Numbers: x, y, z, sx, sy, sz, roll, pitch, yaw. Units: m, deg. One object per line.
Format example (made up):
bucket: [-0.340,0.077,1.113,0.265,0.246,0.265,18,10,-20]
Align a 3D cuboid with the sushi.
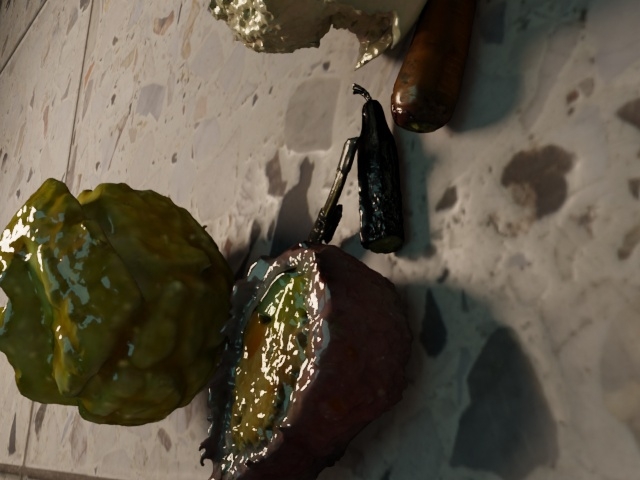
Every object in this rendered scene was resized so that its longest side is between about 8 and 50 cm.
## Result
sushi: [-0.009,0.122,0.558,0.161,0.107,0.241,-6,68,55]

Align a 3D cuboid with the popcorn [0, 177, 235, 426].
popcorn: [-0.221,0.074,0.742,0.247,0.282,0.282,-59,38,12]

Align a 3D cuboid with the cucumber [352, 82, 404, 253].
cucumber: [0.051,-0.068,0.608,0.039,0.043,0.163,79,-170,-66]

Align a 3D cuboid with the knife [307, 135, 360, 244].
knife: [-0.001,-0.003,0.646,0.046,0.021,0.222,-96,24,-60]

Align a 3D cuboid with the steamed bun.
steamed bun: [0.002,-0.223,0.579,0.199,0.171,0.225,-26,20,2]

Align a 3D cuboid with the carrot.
carrot: [0.100,-0.168,0.563,0.055,0.055,0.162,8,78,54]
